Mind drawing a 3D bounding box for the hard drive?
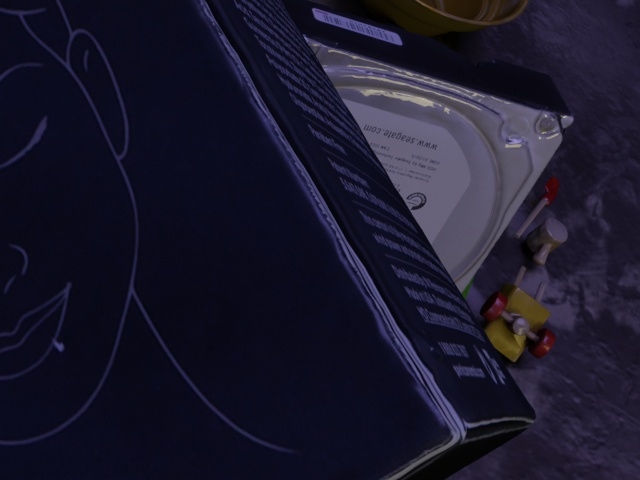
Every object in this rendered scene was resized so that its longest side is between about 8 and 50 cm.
[{"bbox_3d":[0.000,0.000,1.042,0.237,0.339,0.064,14,36,-25],"label":"hard drive"}]

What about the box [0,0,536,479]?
[{"bbox_3d":[-0.216,0.019,0.775,0.471,0.480,0.297,60,9,12],"label":"box"}]

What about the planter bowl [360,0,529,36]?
[{"bbox_3d":[0.096,-0.271,1.428,0.217,0.090,0.217,18,49,-22],"label":"planter bowl"}]

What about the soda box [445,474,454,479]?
[{"bbox_3d":[0.063,0.198,1.091,0.060,0.053,0.168,8,89,-27],"label":"soda box"}]

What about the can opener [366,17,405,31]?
[{"bbox_3d":[0.058,-0.132,1.355,0.059,0.073,0.186,47,37,-53],"label":"can opener"}]

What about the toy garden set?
[{"bbox_3d":[0.144,-0.015,1.330,0.204,0.049,0.244,37,45,-10],"label":"toy garden set"}]
